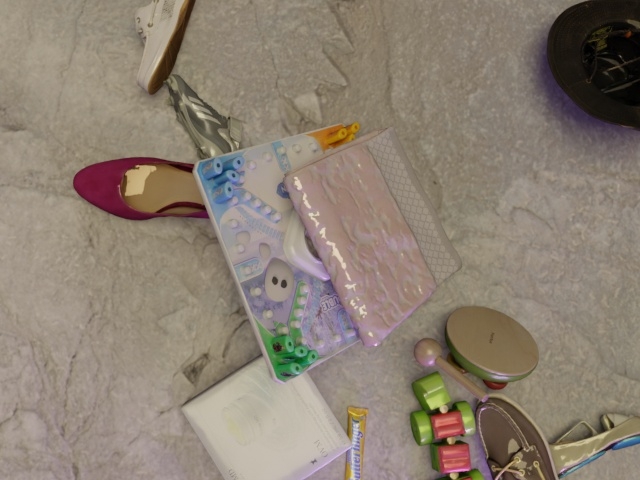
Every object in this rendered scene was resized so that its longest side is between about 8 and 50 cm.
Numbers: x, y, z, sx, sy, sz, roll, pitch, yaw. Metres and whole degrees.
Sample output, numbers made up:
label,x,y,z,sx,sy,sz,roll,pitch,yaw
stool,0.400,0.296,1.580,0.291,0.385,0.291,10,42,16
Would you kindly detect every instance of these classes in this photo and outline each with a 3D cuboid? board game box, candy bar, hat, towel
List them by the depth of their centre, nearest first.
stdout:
label,x,y,z,sx,sy,sz,roll,pitch,yaw
board game box,0.000,0.000,1.449,0.390,0.050,0.390,-22,92,-45
towel,0.106,-0.022,1.484,0.317,0.053,0.332,-33,98,-44
candy bar,0.067,0.398,1.554,0.040,0.018,0.161,5,82,-5
hat,0.595,-0.321,1.633,0.331,0.134,0.331,1,64,-2

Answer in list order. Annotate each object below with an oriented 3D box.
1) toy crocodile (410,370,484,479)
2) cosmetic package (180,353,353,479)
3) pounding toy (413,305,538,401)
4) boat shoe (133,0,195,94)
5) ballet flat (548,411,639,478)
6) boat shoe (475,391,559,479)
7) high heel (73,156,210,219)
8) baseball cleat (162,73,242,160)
label,x,y,z,sx,sy,sz,roll,pitch,yaw
toy crocodile,0.244,0.412,1.526,0.115,0.105,0.340,-10,85,-6
cosmetic package,-0.099,0.333,1.487,0.225,0.138,0.224,-33,87,-7
pounding toy,0.292,0.233,1.543,0.237,0.110,0.183,-21,50,-42
boat shoe,-0.314,-0.414,1.579,0.096,0.098,0.277,17,73,-3
ballet flat,0.543,0.377,1.577,0.248,0.086,0.086,-21,86,-7
boat shoe,0.374,0.442,1.521,0.116,0.097,0.324,-26,88,33
high heel,-0.272,-0.103,1.498,0.377,0.181,0.127,3,83,-5
baseball cleat,-0.219,-0.237,1.586,0.109,0.072,0.206,-25,88,-24
